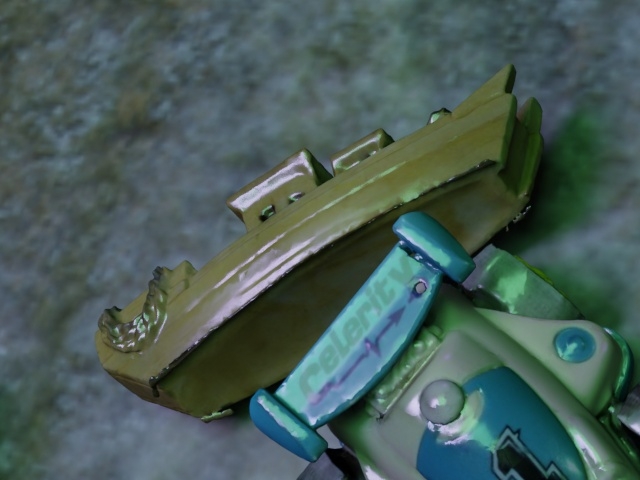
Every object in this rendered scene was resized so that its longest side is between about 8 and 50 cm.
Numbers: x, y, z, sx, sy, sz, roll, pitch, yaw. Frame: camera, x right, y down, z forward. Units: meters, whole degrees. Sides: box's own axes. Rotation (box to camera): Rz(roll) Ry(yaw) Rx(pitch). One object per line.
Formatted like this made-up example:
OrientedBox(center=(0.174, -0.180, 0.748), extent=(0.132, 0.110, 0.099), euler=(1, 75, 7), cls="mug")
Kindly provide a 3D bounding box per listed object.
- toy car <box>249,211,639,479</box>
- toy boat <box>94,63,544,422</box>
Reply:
OrientedBox(center=(0.063, 0.077, 0.681), extent=(0.126, 0.098, 0.161), euler=(-50, 58, 2), cls="toy car")
OrientedBox(center=(0.000, 0.000, 0.762), extent=(0.206, 0.064, 0.072), euler=(-33, 44, 12), cls="toy boat")
